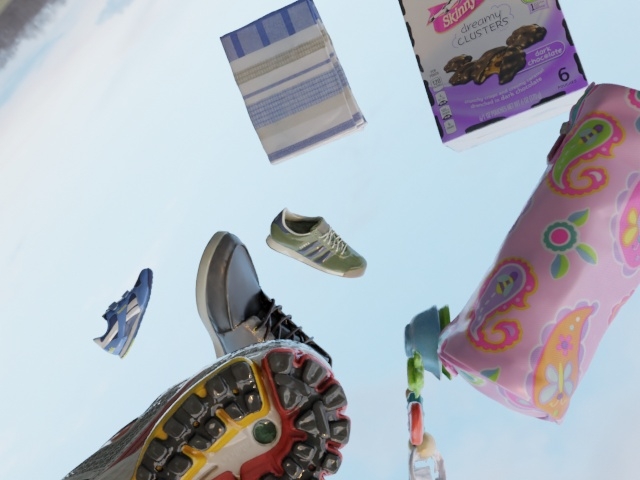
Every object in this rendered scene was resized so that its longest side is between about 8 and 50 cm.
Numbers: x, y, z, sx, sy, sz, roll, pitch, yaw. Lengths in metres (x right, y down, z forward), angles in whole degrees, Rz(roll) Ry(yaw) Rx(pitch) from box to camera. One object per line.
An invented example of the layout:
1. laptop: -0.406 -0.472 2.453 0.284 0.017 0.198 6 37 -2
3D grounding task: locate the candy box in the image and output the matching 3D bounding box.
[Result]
1. candy box: 0.193 -0.221 0.817 0.165 0.070 0.196 -20 -102 24

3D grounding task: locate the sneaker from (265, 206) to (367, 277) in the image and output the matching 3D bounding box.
1. sneaker: 0.000 0.000 1.304 0.064 0.192 0.086 -68 177 -52

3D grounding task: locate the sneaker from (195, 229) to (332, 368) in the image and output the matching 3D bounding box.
1. sneaker: -0.051 0.087 0.759 0.118 0.222 0.083 8 -141 20

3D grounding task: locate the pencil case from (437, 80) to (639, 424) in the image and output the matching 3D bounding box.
1. pencil case: 0.207 0.005 0.600 0.284 0.124 0.124 -59 -151 -5

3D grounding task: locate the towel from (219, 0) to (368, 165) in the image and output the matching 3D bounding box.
1. towel: -0.055 -0.309 1.421 0.209 0.284 0.034 -23 178 8

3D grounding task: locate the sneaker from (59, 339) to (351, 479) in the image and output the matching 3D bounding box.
1. sneaker: -0.081 0.131 0.345 0.225 0.088 0.093 -36 -175 0

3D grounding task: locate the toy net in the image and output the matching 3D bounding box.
1. toy net: 0.105 0.180 0.697 0.045 0.232 0.122 -2 -155 4

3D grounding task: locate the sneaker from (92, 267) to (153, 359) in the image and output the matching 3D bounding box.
1. sneaker: -0.294 0.104 1.098 0.053 0.059 0.144 145 -35 -72
